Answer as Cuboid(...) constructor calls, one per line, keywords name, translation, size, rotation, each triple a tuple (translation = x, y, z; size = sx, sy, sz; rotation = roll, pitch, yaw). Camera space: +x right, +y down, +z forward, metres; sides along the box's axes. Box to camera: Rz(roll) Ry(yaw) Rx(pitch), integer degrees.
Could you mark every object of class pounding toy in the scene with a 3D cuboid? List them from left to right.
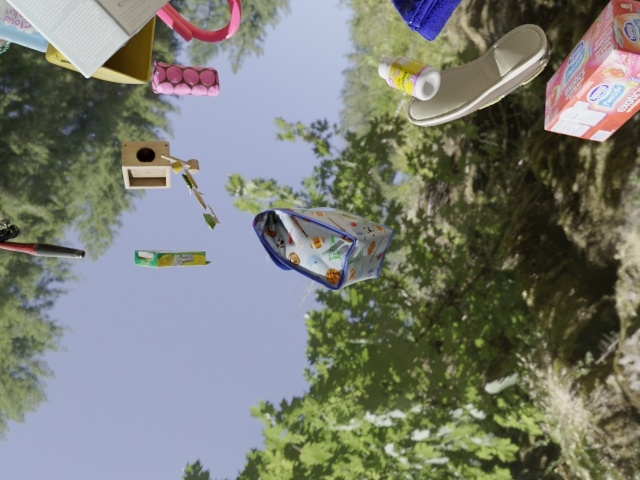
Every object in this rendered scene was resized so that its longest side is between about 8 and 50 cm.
Cuboid(name="pounding toy", translation=(-0.446, -0.229, 1.635), size=(0.205, 0.181, 0.094), rotation=(-3, -113, -15))

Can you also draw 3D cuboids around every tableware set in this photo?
Cuboid(name="tableware set", translation=(-0.250, -0.089, 1.162), size=(0.154, 0.024, 0.104), rotation=(60, 178, -5))

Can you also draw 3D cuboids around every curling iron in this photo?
Cuboid(name="curling iron", translation=(-0.637, 0.006, 1.304), size=(0.273, 0.068, 0.035), rotation=(13, -159, 23))

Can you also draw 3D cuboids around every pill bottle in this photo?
Cuboid(name="pill bottle", translation=(0.116, -0.220, 0.777), size=(0.043, 0.043, 0.083), rotation=(-13, -144, -38))

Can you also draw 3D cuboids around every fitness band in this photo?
Cuboid(name="fitness band", translation=(-0.347, -0.662, 1.580), size=(0.291, 0.209, 0.054), rotation=(40, -145, -33))

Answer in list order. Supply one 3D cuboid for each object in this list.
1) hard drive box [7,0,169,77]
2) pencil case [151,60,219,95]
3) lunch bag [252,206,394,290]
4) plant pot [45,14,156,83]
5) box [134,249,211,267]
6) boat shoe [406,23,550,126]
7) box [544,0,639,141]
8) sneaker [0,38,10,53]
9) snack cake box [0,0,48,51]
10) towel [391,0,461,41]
Cuboid(name="hard drive box", translation=(-0.319, -0.346, 0.723), size=(0.232, 0.089, 0.181), rotation=(47, -152, -24))
Cuboid(name="pencil case", translation=(-0.428, -0.515, 1.863), size=(0.209, 0.095, 0.098), rotation=(-2, -92, -26))
Cuboid(name="lunch bag", translation=(0.000, 0.000, 2.002), size=(0.385, 0.239, 0.327), rotation=(26, -165, 24))
Cuboid(name="plant pot", translation=(-0.546, -0.498, 1.408), size=(0.187, 0.212, 0.212), rotation=(2, 175, 42))
Cuboid(name="box", translation=(-0.387, 0.046, 1.550), size=(0.105, 0.043, 0.179), rotation=(3, 180, 38))
Cuboid(name="boat shoe", translation=(0.345, -0.342, 1.282), size=(0.096, 0.324, 0.117), rotation=(18, -133, -56))
Cuboid(name="box", translation=(0.533, -0.306, 1.082), size=(0.128, 0.257, 0.123), rotation=(11, -111, -1))
Cuboid(name="sneaker", translation=(-0.834, -0.535, 1.510), size=(0.069, 0.098, 0.038), rotation=(45, -175, -4))
Cuboid(name="snack cake box", translation=(-0.762, -0.526, 1.314), size=(0.264, 0.089, 0.152), rotation=(8, -159, -46))
Cuboid(name="towel", translation=(0.260, -0.585, 1.185), size=(0.076, 0.308, 0.228), rotation=(18, -147, -28))
